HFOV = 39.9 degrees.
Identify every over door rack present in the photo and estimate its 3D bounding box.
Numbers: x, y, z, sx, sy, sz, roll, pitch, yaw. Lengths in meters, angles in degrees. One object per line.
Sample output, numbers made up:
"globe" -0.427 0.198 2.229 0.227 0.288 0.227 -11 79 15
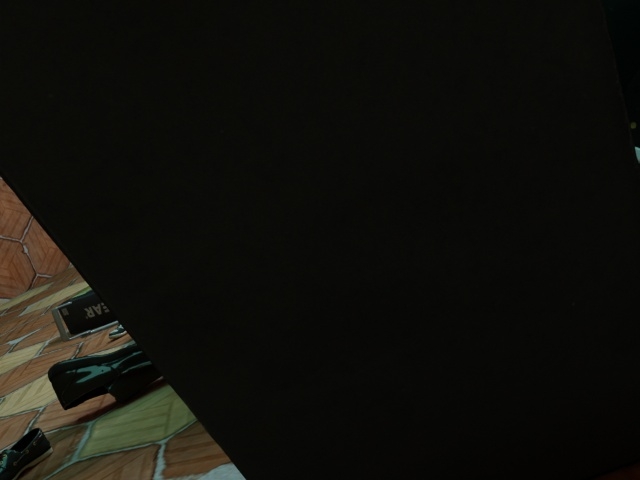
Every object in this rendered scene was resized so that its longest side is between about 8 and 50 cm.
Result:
"over door rack" -0.212 0.115 1.354 0.324 0.108 0.240 -5 -9 -40

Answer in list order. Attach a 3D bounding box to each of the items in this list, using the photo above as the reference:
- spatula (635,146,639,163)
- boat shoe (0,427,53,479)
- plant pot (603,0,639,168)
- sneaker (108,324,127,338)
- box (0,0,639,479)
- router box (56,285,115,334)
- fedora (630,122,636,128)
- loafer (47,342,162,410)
"spatula" 0.292 -0.040 0.920 0.242 0.019 0.168 34 87 38
"boat shoe" -0.414 0.297 1.166 0.049 0.042 0.133 -14 15 34
"plant pot" 0.381 -0.143 1.041 0.235 0.292 0.293 -11 -2 -44
"sneaker" -0.404 0.172 1.815 0.083 0.036 0.032 -32 15 -34
"box" 0.008 -0.113 0.651 0.298 0.479 0.471 -24 37 6
"router box" -0.428 0.106 2.089 0.309 0.081 0.243 -18 11 26
"fedora" 0.568 -0.179 1.349 0.194 0.079 0.194 -28 14 8
"loafer" -0.291 0.206 1.316 0.220 0.078 0.080 -13 -22 -2
